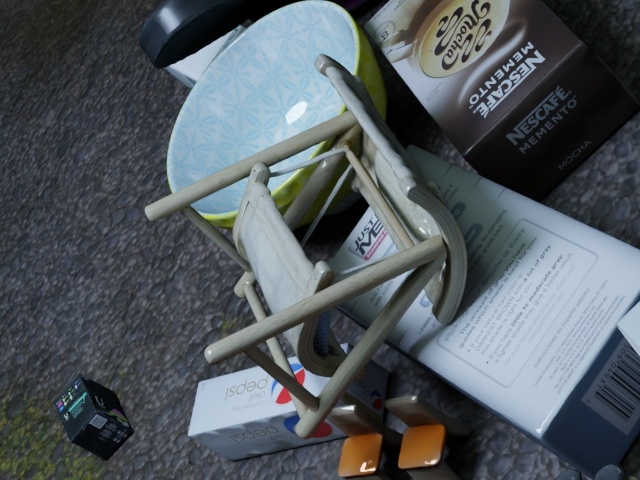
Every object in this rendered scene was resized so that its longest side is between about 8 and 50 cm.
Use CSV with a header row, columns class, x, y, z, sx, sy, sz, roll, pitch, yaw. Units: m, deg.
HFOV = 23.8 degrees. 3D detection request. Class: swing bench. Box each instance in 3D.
class,x,y,z,sx,sy,sz,roll,pitch,yaw
swing bench,0.000,0.000,1.453,0.254,0.165,0.253,-40,38,9

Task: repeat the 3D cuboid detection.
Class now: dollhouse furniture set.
class,x,y,z,sx,sy,sz,roll,pitch,yaw
dollhouse furniture set,-0.002,0.282,1.428,0.259,0.135,0.262,-14,51,39

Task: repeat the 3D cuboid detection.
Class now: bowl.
class,x,y,z,sx,sy,sz,roll,pitch,yaw
bowl,-0.022,-0.115,1.751,0.289,0.156,0.289,-26,44,29

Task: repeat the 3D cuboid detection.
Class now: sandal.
class,x,y,z,sx,sy,sz,roll,pitch,yaw
sandal,-0.017,-0.315,1.872,0.445,0.107,0.167,-34,-7,-20

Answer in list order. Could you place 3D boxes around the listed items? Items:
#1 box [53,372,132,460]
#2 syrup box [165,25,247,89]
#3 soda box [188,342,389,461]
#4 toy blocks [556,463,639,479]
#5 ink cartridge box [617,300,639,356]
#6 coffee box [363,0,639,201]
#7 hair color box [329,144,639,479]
class,x,y,z,sx,sy,sz,roll,pitch,yaw
box,-0.275,0.212,1.830,0.052,0.062,0.083,-48,37,8
syrup box,-0.129,-0.235,2.011,0.096,0.093,0.237,-53,37,-1
soda box,-0.035,0.173,1.601,0.216,0.074,0.069,-18,49,37
toy blocks,0.314,0.313,0.929,0.288,0.309,0.260,-16,44,39
ink cartridge box,0.364,0.053,1.216,0.208,0.153,0.087,-45,37,8
coffee box,0.186,-0.189,1.623,0.168,0.119,0.297,-44,38,10
hair color box,0.170,0.058,1.448,0.185,0.113,0.374,-55,38,-3
